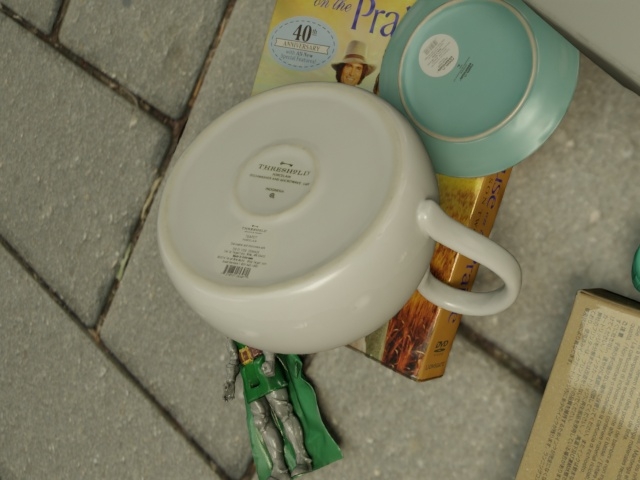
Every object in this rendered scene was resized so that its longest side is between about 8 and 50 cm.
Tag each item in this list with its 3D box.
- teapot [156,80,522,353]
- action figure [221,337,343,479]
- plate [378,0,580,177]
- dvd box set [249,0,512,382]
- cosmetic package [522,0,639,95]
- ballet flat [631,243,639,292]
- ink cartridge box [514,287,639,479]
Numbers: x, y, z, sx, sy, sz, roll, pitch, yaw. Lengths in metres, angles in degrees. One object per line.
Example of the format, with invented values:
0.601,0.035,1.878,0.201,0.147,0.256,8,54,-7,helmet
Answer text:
0.000,0.000,0.616,0.252,0.187,0.256,-31,51,2,teapot
-0.066,0.155,0.799,0.137,0.063,0.232,-34,66,32,action figure
0.130,-0.150,0.621,0.188,0.024,0.188,0,90,33,plate
0.050,-0.110,0.726,0.308,0.062,0.420,24,101,33,dvd box set
0.256,-0.138,0.343,0.217,0.156,0.385,-52,22,22,cosmetic package
0.340,-0.020,0.502,0.247,0.087,0.083,-35,68,28,ballet flat
0.265,0.176,0.544,0.193,0.088,0.234,21,99,33,ink cartridge box
